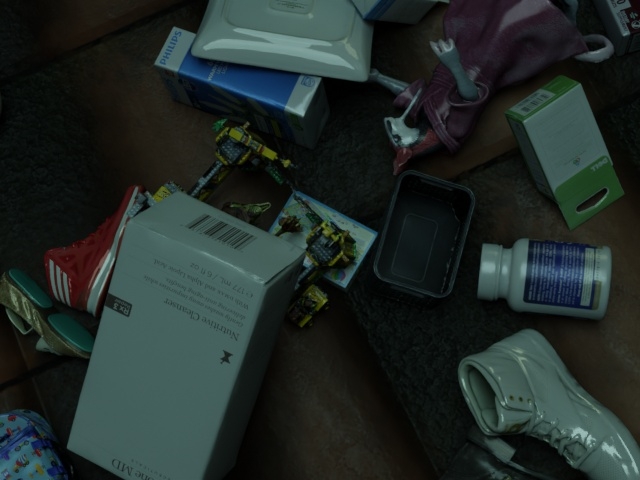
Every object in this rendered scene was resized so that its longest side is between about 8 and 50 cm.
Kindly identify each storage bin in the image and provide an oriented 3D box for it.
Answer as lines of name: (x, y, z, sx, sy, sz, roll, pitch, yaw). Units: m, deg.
storage bin: (0.149, 0.000, 1.795, 0.122, 0.084, 0.180, 17, 72, -2)

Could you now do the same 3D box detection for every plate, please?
plate: (-0.048, -0.364, 1.900, 0.277, 0.045, 0.278, 8, 42, 1)

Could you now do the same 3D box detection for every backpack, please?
backpack: (-0.453, 0.326, 1.739, 0.158, 0.117, 0.173, -32, 67, -7)

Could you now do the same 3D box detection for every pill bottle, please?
pill bottle: (0.328, 0.054, 1.753, 0.186, 0.112, 0.112, 6, 71, 8)

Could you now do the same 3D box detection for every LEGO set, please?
LEGO set: (-0.122, -0.020, 1.759, 0.255, 0.192, 0.331, -38, 74, 12)

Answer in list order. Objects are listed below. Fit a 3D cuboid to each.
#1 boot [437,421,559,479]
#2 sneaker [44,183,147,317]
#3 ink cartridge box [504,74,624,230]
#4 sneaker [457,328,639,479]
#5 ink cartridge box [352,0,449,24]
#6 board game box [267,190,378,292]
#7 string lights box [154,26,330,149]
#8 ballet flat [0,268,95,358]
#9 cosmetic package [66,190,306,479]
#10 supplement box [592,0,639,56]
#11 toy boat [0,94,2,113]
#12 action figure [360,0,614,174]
boot: (0.237, 0.407, 1.660, 0.263, 0.091, 0.229, 35, 83, 21)
sneaker: (-0.360, 0.001, 1.862, 0.128, 0.087, 0.221, 16, 72, 10)
ink cartridge box: (0.372, -0.133, 1.813, 0.109, 0.209, 0.062, -34, 28, -8)
sneaker: (0.310, 0.263, 1.647, 0.169, 0.108, 0.292, -15, 54, -39)
ink cartridge box: (0.118, -0.412, 1.942, 0.061, 0.181, 0.104, -45, 66, 34)
board game box: (0.000, 0.000, 1.854, 0.154, 0.026, 0.103, 29, 75, 15)
string lights box: (-0.121, -0.242, 1.897, 0.259, 0.133, 0.077, 20, 75, 13)
ballet flat: (-0.428, 0.130, 1.842, 0.206, 0.073, 0.067, 42, 107, 21)
cosmetic package: (-0.188, 0.154, 1.643, 0.217, 0.156, 0.385, 23, 114, 13)
supplement box: (0.571, -0.397, 1.912, 0.239, 0.073, 0.130, -18, 69, -1)
toy boat: (-0.636, -0.200, 1.953, 0.151, 0.151, 0.231, 19, 71, 43)
action figure: (0.228, -0.249, 1.873, 0.275, 0.248, 0.370, 34, 89, -27)
